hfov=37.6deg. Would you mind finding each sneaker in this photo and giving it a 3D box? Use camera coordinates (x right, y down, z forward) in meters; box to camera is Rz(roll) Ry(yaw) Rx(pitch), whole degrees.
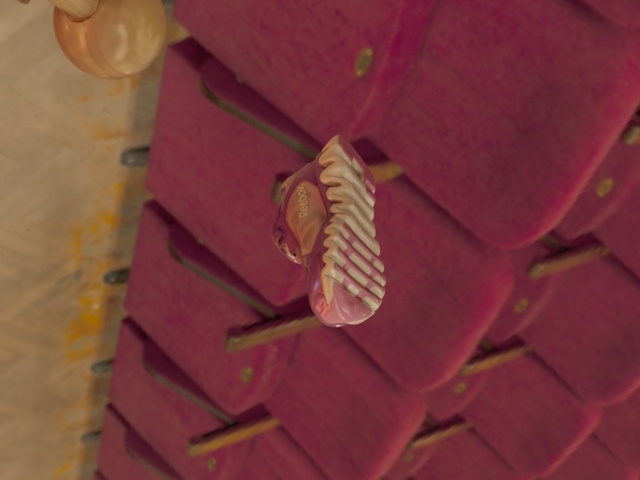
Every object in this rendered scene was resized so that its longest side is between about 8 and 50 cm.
[{"bbox_3d":[0.000,0.000,0.958,0.104,0.236,0.095,-23,130,21],"label":"sneaker"}]

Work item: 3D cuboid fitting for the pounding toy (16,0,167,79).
[{"bbox_3d":[-0.153,-0.200,0.432,0.110,0.237,0.183,-44,154,0],"label":"pounding toy"}]
